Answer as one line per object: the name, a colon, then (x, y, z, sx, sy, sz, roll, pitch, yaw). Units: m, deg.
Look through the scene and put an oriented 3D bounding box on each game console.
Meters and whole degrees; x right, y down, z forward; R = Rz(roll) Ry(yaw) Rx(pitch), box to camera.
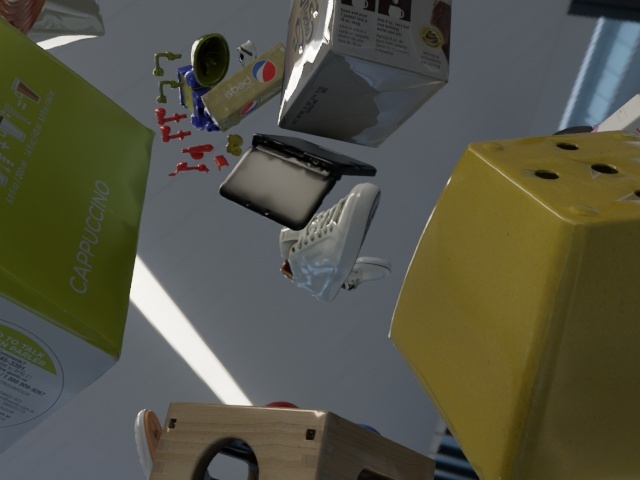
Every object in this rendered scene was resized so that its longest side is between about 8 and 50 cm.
game console: (-0.023, -0.062, 0.766, 0.107, 0.122, 0.071, -4, -66, -52)

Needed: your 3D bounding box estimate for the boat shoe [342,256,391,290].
boat shoe: (0.072, 0.097, 1.909, 0.227, 0.075, 0.083, -4, -39, 6)

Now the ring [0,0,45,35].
ring: (-0.366, -0.402, 0.899, 0.336, 0.032, 0.336, -164, 90, -82)

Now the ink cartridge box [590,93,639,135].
ink cartridge box: (0.381, -0.093, 0.898, 0.198, 0.115, 0.067, -44, 10, 30)

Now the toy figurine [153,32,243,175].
toy figurine: (-0.315, -0.356, 1.739, 0.191, 0.217, 0.362, -17, -43, -16)

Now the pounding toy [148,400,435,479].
pounding toy: (0.000, 0.138, 0.417, 0.181, 0.206, 0.094, 37, -124, -45)

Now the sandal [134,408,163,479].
sandal: (-0.193, 0.360, 1.040, 0.076, 0.265, 0.102, -20, -11, 5)

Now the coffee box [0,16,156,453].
coffee box: (-0.390, -0.010, 0.655, 0.334, 0.337, 0.338, -38, -56, 22)

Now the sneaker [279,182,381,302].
sneaker: (0.000, 0.000, 1.107, 0.290, 0.123, 0.105, 116, 179, -55)

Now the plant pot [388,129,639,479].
plant pot: (0.189, 0.032, 0.538, 0.212, 0.212, 0.187, -6, -62, -15)

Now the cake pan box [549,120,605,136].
cake pan box: (0.552, -0.104, 1.526, 0.246, 0.266, 0.070, -18, -16, 8)

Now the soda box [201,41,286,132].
soda box: (-0.126, -0.280, 1.350, 0.181, 0.061, 0.058, -37, -10, -9)

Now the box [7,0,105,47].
box: (-0.497, -0.370, 1.152, 0.148, 0.121, 0.311, -6, 11, 21)

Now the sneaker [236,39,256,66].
sneaker: (-0.174, -0.427, 1.777, 0.044, 0.040, 0.109, -29, -48, -16)

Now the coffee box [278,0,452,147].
coffee box: (0.047, -0.267, 0.740, 0.119, 0.297, 0.168, 10, -17, -17)
